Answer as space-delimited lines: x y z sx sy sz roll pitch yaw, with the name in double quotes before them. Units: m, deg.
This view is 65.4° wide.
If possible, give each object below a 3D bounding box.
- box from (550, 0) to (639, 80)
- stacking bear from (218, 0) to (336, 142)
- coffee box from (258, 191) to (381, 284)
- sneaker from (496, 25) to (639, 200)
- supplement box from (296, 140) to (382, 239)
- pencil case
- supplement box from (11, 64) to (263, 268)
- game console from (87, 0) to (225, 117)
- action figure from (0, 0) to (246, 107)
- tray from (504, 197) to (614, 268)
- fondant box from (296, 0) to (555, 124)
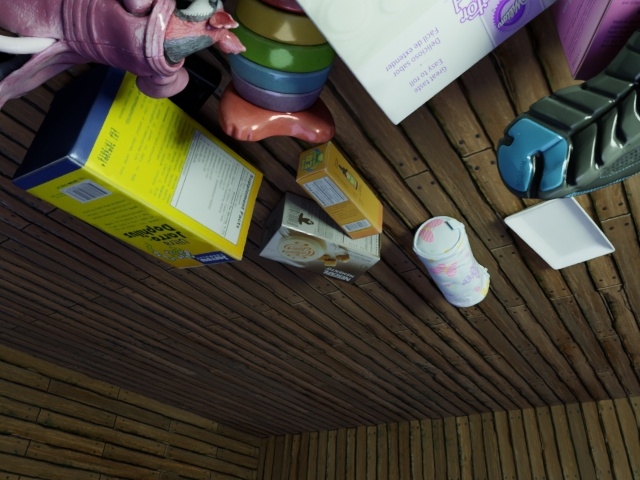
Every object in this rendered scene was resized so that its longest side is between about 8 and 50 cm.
"box" 0.382 -0.299 0.549 0.213 0.243 0.117 2 146 4
"stacking bear" -0.043 -0.299 0.676 0.175 0.164 0.289 -3 138 -21
"coffee box" 0.000 0.000 1.157 0.246 0.098 0.141 19 143 -21
"sneaker" 0.343 -0.151 0.484 0.340 0.125 0.139 -30 162 36
"supplement box" 0.046 -0.096 1.032 0.080 0.078 0.233 -13 142 28
"pencil case" 0.319 0.057 1.194 0.124 0.114 0.273 -22 139 20
"supplement box" -0.306 -0.112 0.903 0.195 0.194 0.356 -8 149 37
"game console" -0.216 -0.329 0.750 0.213 0.044 0.361 28 141 -30
"action figure" -0.270 -0.269 0.590 0.369 0.276 0.248 14 139 16
"tray" 0.543 -0.021 1.130 0.145 0.030 0.270 -27 135 36
"fondant box" 0.083 -0.319 0.532 0.238 0.096 0.330 -36 136 17
